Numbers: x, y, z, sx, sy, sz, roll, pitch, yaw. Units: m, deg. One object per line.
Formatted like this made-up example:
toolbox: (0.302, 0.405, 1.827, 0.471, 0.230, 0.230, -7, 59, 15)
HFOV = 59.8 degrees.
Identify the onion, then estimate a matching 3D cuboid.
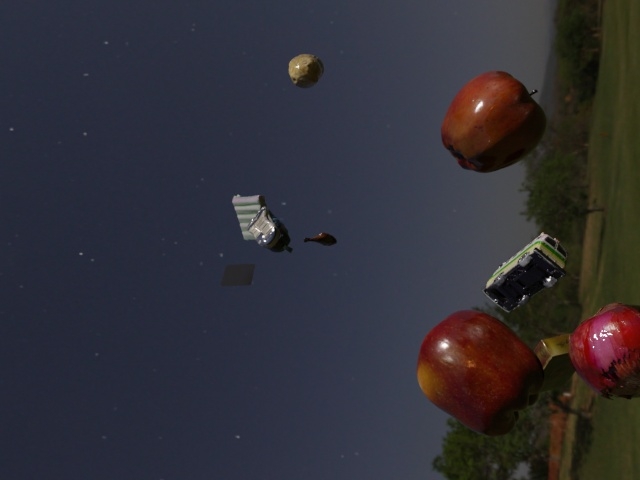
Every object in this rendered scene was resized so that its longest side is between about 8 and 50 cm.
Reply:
onion: (0.795, 0.284, 1.458, 0.276, 0.276, 0.276, 3, -90, -66)

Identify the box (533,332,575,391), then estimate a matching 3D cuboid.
box: (0.728, 0.385, 1.738, 0.240, 0.159, 0.071, 97, 161, -46)

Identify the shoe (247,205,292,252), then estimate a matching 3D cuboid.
shoe: (-0.150, -0.027, 1.678, 0.106, 0.207, 0.091, 34, -79, -36)

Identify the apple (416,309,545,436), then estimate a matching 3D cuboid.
apple: (0.396, 0.327, 1.423, 0.288, 0.317, 0.288, -30, -40, -30)

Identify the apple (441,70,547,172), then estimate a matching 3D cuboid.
apple: (0.394, -0.265, 1.268, 0.234, 0.234, 0.234, 3, -90, -66)

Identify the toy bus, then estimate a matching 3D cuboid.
toy bus: (0.761, 0.117, 2.065, 0.179, 0.143, 0.305, -48, -4, -42)

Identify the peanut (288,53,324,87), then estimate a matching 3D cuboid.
peanut: (-0.038, -0.456, 1.509, 0.214, 0.099, 0.100, -92, -6, -65)

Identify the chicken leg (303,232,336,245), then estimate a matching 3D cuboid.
chicken leg: (0.003, -0.002, 2.074, 0.145, 0.062, 0.037, 12, -124, -47)

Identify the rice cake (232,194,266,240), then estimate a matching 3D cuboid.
rice cake: (-0.244, -0.081, 2.010, 0.037, 0.198, 0.189, -27, -66, -32)

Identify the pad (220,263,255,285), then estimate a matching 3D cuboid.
pad: (-0.300, 0.125, 2.032, 0.157, 0.112, 0.003, -90, -2, -63)
